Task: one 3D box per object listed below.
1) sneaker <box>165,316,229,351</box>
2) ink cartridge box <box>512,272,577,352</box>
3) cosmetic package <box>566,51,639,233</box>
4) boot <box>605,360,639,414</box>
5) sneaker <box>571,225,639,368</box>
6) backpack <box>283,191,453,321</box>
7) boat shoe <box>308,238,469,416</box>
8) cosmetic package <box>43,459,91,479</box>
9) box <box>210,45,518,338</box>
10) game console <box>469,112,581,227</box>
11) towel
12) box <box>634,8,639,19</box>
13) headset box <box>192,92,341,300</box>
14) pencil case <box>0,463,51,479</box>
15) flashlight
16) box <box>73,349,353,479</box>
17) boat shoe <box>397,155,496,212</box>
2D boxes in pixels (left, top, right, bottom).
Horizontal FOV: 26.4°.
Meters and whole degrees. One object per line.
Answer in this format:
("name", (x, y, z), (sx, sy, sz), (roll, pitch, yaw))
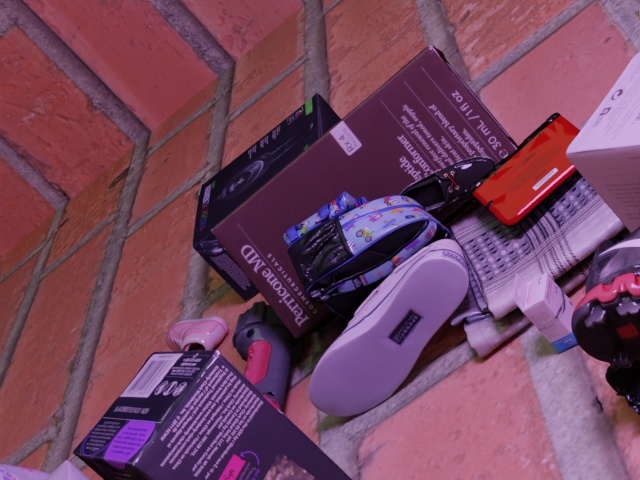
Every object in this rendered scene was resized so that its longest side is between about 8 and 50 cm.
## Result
("sneaker", (-0.206, 0.160, 2.122), (0.134, 0.051, 0.070), (-18, 27, 42))
("ink cartridge box", (0.236, 0.069, 1.416), (0.028, 0.083, 0.048), (-31, 24, 31))
("cosmetic package", (0.370, -0.078, 1.310), (0.151, 0.183, 0.151), (-51, 22, -20))
("boot", (0.318, 0.112, 1.233), (0.121, 0.045, 0.099), (-45, 21, 2))
("sneaker", (0.354, 0.020, 1.196), (0.276, 0.097, 0.135), (-15, 39, 24))
("backpack", (0.064, 0.008, 1.651), (0.173, 0.158, 0.117), (-36, 57, 14))
("boat shoe", (0.085, 0.104, 1.606), (0.258, 0.095, 0.084), (-45, 12, 21))
("cosmetic package", (-0.280, 0.408, 1.506), (0.225, 0.224, 0.138), (-41, 20, 5))
("box", (0.065, -0.062, 1.803), (0.381, 0.191, 0.143), (-41, -6, 11))
("game console", (0.258, -0.075, 1.647), (0.144, 0.085, 0.124), (-42, 48, 0))
("towel", (0.268, -0.032, 1.602), (0.324, 0.056, 0.312), (-40, 20, 12))
("box", (0.449, -0.258, 1.709), (0.054, 0.059, 0.169), (-40, 20, 15))
("headset box", (-0.053, -0.080, 2.200), (0.283, 0.131, 0.246), (-37, 21, 16))
("pencil case", (-0.334, 0.342, 1.666), (0.124, 0.273, 0.113), (-30, 58, 24))
("flashlight", (-0.091, 0.188, 1.774), (0.103, 0.103, 0.304), (-30, 24, 20))
("box", (-0.088, 0.250, 1.392), (0.143, 0.270, 0.165), (-52, 22, -23))
("boat shoe", (0.157, -0.066, 1.696), (0.133, 0.049, 0.042), (-24, -2, 9))
